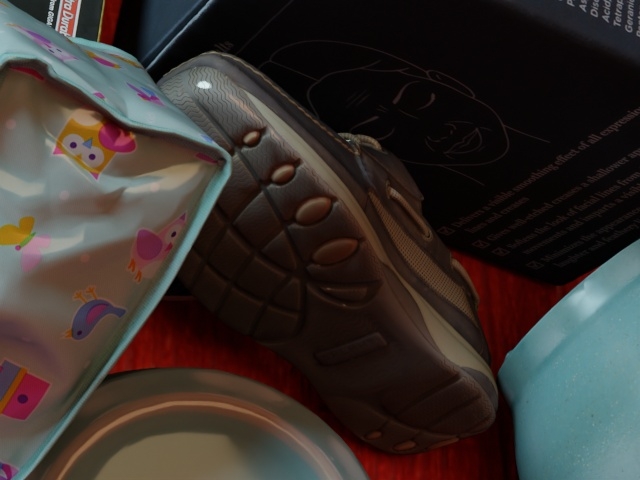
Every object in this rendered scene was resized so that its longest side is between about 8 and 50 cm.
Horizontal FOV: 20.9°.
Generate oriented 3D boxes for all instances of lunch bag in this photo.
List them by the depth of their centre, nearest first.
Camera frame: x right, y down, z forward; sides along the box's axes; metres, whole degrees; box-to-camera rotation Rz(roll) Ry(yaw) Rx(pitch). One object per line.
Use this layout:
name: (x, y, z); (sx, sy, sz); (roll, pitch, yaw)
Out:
lunch bag: (-0.187, 0.013, 0.930); (0.160, 0.223, 0.262); (25, 100, -25)

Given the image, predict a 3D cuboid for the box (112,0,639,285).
box: (0.097, -0.161, 1.183); (0.395, 0.293, 0.212); (20, 61, -23)

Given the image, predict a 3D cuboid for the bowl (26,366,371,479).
bowl: (-0.080, 0.193, 0.966); (0.311, 0.163, 0.311); (5, 64, -10)

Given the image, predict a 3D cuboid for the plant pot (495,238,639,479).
plant pot: (0.245, 0.114, 1.187); (0.293, 0.293, 0.196); (-28, 68, -35)

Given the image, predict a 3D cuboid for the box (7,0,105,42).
box: (-0.256, -0.237, 1.103); (0.257, 0.079, 0.322); (19, 50, -21)

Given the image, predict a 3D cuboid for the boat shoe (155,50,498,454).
boat shoe: (0.000, 0.000, 1.130); (0.355, 0.132, 0.130); (53, 29, -38)

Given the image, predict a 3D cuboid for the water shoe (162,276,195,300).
water shoe: (-0.095, 0.001, 1.133); (0.203, 0.080, 0.073); (-13, 78, -34)
